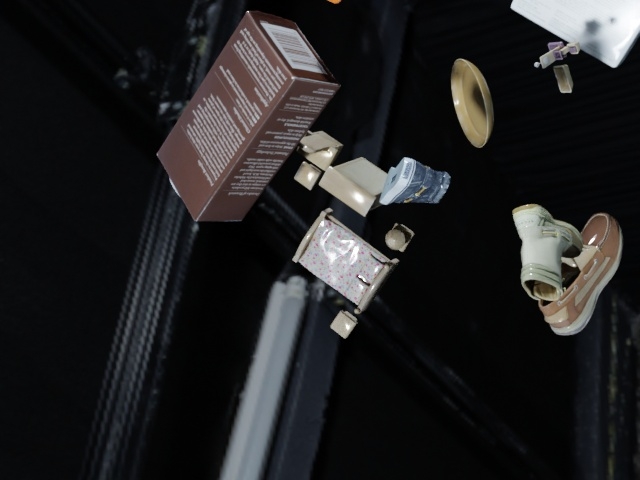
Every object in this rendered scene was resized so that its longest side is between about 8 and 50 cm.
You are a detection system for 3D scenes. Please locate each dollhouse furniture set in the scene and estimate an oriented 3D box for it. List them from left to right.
[{"bbox_3d":[0.000,0.000,1.893,0.303,0.356,0.174,36,-157,13],"label":"dollhouse furniture set"},{"bbox_3d":[0.522,-0.365,1.970,0.081,0.091,0.114,-34,-67,-24],"label":"dollhouse furniture set"}]

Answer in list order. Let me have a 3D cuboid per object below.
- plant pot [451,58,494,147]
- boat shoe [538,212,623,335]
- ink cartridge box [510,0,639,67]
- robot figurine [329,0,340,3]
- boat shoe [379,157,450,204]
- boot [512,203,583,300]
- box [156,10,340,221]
[{"bbox_3d":[0.400,-0.360,2.352,0.236,0.032,0.236,163,90,-83],"label":"plant pot"},{"bbox_3d":[0.601,0.060,2.091,0.116,0.123,0.324,40,-116,-25],"label":"boat shoe"},{"bbox_3d":[0.689,-0.660,2.178,0.308,0.385,0.091,35,-152,14],"label":"ink cartridge box"},{"bbox_3d":[0.035,-0.559,1.696,0.158,0.128,0.220,73,-157,-66],"label":"robot figurine"},{"bbox_3d":[0.153,-0.085,1.489,0.083,0.183,0.065,19,-98,-5],"label":"boat shoe"},{"bbox_3d":[0.440,0.040,1.722,0.213,0.077,0.165,27,-126,-43],"label":"boot"},{"bbox_3d":[-0.147,-0.229,1.753,0.143,0.381,0.191,0,-130,-48],"label":"box"}]
